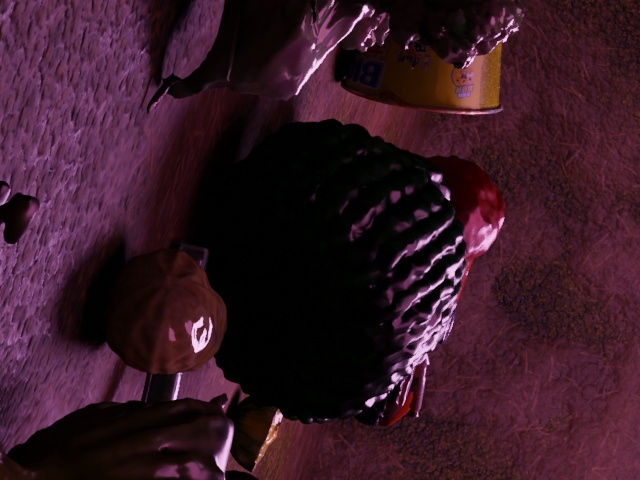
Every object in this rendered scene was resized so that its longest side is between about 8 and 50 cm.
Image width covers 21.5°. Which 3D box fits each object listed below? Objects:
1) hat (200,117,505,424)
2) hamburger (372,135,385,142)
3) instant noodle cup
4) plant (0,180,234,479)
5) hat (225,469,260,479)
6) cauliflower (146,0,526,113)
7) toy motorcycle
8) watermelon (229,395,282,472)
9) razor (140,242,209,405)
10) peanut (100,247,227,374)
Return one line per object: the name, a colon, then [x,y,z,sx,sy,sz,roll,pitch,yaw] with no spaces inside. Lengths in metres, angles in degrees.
hat: [0.044,-0.005,1.564,0.332,0.242,0.274,-37,166,-46]
hamburger: [0.000,0.000,1.773,0.261,0.138,0.243,-34,142,-79]
instant noodle cup: [0.134,-0.242,2.010,0.205,0.205,0.153,-50,151,-72]
plant: [-0.189,0.139,0.991,0.333,0.180,0.251,48,63,-44]
hat: [-0.081,0.267,1.517,0.336,0.238,0.209,56,49,-62]
cauliflower: [0.002,-0.189,1.183,0.315,0.239,0.256,-54,-163,-7]
toy motorcycle: [0.104,0.057,1.787,0.171,0.089,0.298,34,75,-85]
watermelon: [-0.082,0.228,2.064,0.105,0.062,0.105,25,90,-88]
razor: [-0.133,0.137,1.370,0.056,0.111,0.278,106,-4,-72]
peanut: [-0.116,0.055,1.253,0.194,0.083,0.093,42,32,-88]
